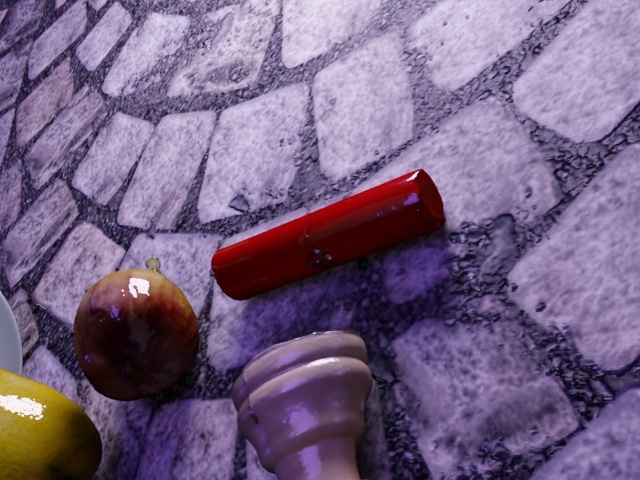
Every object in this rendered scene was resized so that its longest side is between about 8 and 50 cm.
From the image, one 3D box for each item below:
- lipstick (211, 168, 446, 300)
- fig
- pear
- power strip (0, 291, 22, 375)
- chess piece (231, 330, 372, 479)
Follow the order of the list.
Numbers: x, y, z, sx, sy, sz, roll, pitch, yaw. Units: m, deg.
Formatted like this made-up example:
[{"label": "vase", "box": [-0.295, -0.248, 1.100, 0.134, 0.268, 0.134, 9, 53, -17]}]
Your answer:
[{"label": "lipstick", "box": [0.001, 0.001, 0.814, 0.280, 0.073, 0.073, -22, 53, 29]}, {"label": "fig", "box": [-0.239, 0.085, 0.910, 0.230, 0.143, 0.160, 56, 136, 43]}, {"label": "pear", "box": [-0.357, 0.272, 0.889, 0.178, 0.267, 0.266, -6, 55, 1]}, {"label": "power strip", "box": [-0.617, 0.191, 1.036, 0.161, 0.357, 0.357, -12, 58, 36]}, {"label": "chess piece", "box": [0.010, 0.245, 0.636, 0.139, 0.124, 0.307, -12, 55, -5]}]
